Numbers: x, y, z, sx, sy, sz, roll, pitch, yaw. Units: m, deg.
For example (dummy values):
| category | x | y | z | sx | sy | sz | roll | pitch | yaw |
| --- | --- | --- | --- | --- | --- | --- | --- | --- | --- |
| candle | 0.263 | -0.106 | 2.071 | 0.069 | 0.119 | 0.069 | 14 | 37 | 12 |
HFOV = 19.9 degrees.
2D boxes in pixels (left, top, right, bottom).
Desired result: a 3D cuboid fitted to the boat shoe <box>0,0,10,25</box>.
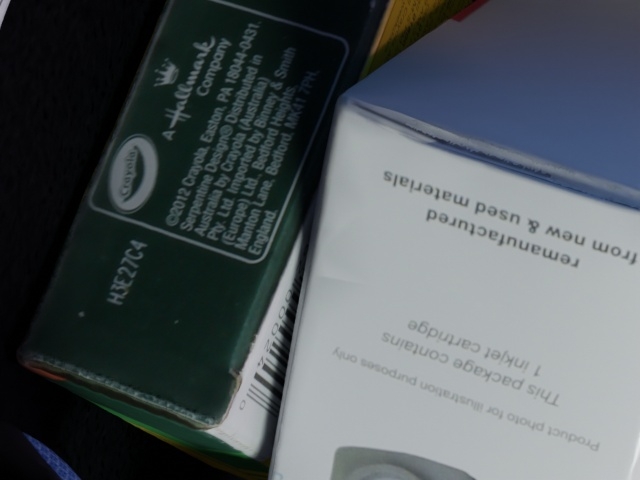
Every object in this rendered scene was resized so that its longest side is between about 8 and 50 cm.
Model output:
| category | x | y | z | sx | sy | sz | roll | pitch | yaw |
| --- | --- | --- | --- | --- | --- | --- | --- | --- | --- |
| boat shoe | -0.076 | -0.087 | 0.394 | 0.040 | 0.049 | 0.142 | 103 | -5 | -46 |

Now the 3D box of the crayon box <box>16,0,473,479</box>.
| category | x | y | z | sx | sy | sz | roll | pitch | yaw |
| --- | --- | --- | --- | --- | --- | --- | --- | --- | --- |
| crayon box | 0.000 | 0.000 | 0.744 | 0.318 | 0.081 | 0.202 | 53 | 57 | -70 |

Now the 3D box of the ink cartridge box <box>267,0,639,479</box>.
| category | x | y | z | sx | sy | sz | roll | pitch | yaw |
| --- | --- | --- | --- | --- | --- | --- | --- | --- | --- |
| ink cartridge box | 0.075 | 0.070 | 0.691 | 0.226 | 0.131 | 0.306 | -44 | 147 | -58 |

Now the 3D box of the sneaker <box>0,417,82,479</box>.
| category | x | y | z | sx | sy | sz | roll | pitch | yaw |
| --- | --- | --- | --- | --- | --- | --- | --- | --- | --- |
| sneaker | -0.075 | 0.177 | 0.456 | 0.330 | 0.130 | 0.147 | -115 | -175 | -46 |
